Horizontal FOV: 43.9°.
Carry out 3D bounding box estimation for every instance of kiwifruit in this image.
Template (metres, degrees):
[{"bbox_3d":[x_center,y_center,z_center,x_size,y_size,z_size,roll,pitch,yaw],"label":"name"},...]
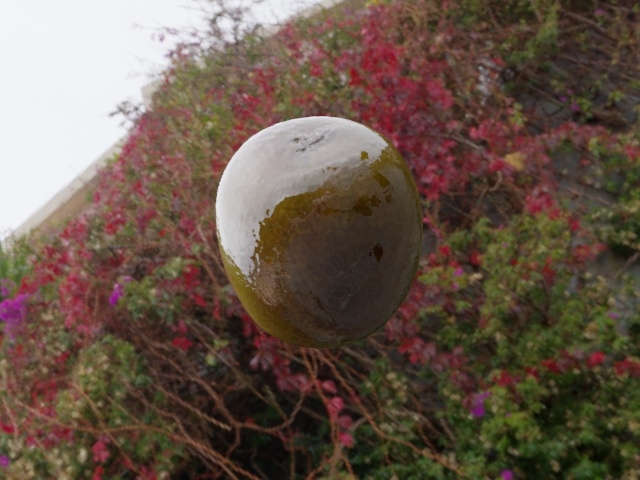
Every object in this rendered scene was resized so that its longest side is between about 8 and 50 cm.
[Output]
[{"bbox_3d":[0.000,0.000,0.760,0.196,0.196,0.234,-35,-35,-30],"label":"kiwifruit"}]
